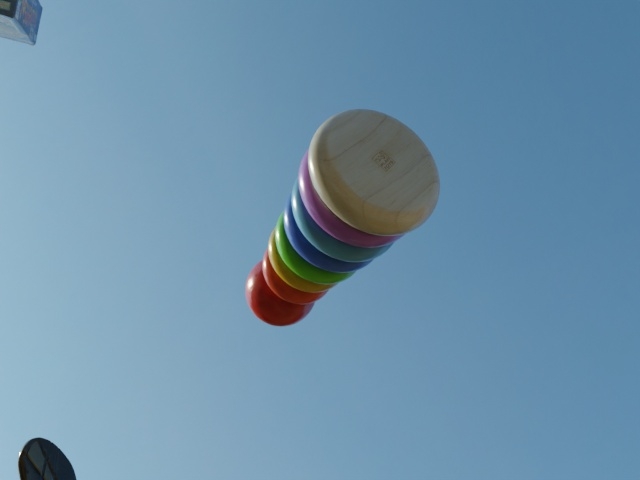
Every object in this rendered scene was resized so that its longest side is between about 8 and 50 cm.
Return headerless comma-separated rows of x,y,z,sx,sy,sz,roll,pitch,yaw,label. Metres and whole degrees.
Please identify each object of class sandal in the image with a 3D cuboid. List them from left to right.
-0.389,0.388,1.246,0.060,0.090,0.219,-14,-59,20,sandal

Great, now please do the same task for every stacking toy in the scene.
0.000,0.000,0.950,0.141,0.141,0.330,26,-35,-9,stacking toy

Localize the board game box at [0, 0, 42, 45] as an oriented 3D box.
-0.317,-0.194,0.622,0.201,0.136,0.035,11,-88,-13,board game box
